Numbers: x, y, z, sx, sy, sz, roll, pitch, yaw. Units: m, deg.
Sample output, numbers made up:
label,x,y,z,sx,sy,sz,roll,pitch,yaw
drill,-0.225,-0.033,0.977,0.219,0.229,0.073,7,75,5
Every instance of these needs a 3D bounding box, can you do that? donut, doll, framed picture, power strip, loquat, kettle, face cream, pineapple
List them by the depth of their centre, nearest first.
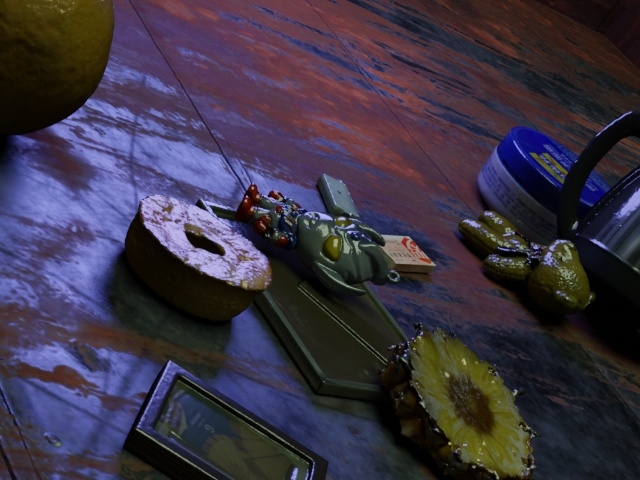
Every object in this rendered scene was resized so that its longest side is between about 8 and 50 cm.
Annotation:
label,x,y,z,sx,sy,sz,roll,pitch,yaw
framed picture,-0.075,0.178,1.272,0.168,0.023,0.128,33,21,-6
donut,-0.123,0.019,1.484,0.152,0.058,0.152,30,21,-13
loquat,-0.300,-0.209,1.503,0.208,0.208,0.208,31,22,-14
pineapple,0.145,0.175,1.562,0.221,0.047,0.221,34,30,-23
framed picture,0.003,0.069,1.631,0.213,0.016,0.289,14,30,-45
doll,0.000,-0.001,1.666,0.194,0.062,0.104,28,20,-3
power strip,0.022,-0.052,1.911,0.040,0.016,0.090,25,24,-28
doll,0.284,0.019,2.063,0.209,0.097,0.137,39,24,23
kettle,0.486,-0.025,2.152,0.250,0.271,0.207,40,-1,41
face cream,0.339,-0.068,2.302,0.206,0.111,0.206,30,23,-14

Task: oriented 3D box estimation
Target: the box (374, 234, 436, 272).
label,x,y,z,sx,sy,sz,roll,pitch,yaw
box,0.098,0.016,1.887,0.093,0.015,0.058,4,36,-53
